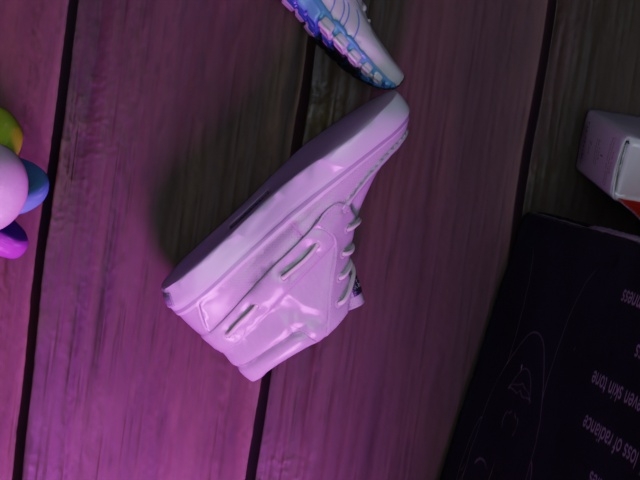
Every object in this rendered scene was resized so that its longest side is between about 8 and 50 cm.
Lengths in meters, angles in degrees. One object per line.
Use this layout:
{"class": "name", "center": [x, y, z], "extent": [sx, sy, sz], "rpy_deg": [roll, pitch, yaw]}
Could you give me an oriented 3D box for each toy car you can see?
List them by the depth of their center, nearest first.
{"class": "toy car", "center": [-0.293, -0.021, 1.157], "extent": [0.182, 0.159, 0.136], "rpy_deg": [-44, 132, -1]}

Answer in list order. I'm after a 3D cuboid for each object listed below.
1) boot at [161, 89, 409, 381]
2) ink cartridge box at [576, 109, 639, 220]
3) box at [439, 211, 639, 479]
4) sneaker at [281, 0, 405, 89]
{"class": "boot", "center": [0.000, 0.000, 1.210], "extent": [0.258, 0.095, 0.123], "rpy_deg": [-41, 104, 8]}
{"class": "ink cartridge box", "center": [0.365, -0.037, 1.157], "extent": [0.275, 0.239, 0.060], "rpy_deg": [9, 104, -7]}
{"class": "box", "center": [0.263, 0.256, 1.054], "extent": [0.297, 0.480, 0.471], "rpy_deg": [19, 93, -8]}
{"class": "sneaker", "center": [0.012, -0.207, 1.197], "extent": [0.083, 0.071, 0.190], "rpy_deg": [-44, 98, -6]}
